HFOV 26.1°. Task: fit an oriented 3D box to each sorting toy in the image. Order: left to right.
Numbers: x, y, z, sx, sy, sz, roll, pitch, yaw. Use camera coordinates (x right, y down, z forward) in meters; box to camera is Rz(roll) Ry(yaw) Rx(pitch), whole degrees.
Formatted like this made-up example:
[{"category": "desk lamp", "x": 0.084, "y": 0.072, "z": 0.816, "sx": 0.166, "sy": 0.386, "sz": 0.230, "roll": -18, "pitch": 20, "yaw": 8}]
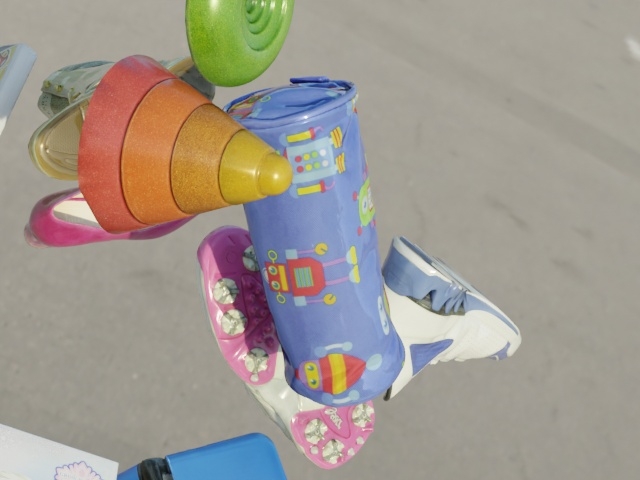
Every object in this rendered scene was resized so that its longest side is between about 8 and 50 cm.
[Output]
[{"category": "sorting toy", "x": -0.023, "y": -0.144, "z": 0.956, "sx": 0.126, "sy": 0.127, "sz": 0.365, "roll": 13, "pitch": 55, "yaw": 25}]

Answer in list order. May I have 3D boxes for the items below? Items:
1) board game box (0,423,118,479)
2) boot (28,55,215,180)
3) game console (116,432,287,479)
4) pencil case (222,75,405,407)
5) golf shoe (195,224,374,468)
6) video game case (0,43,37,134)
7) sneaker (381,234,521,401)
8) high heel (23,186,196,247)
[{"category": "board game box", "x": -0.385, "y": 0.337, "z": 1.459, "sx": 0.318, "sy": 0.066, "sz": 0.318, "roll": 23, "pitch": 46, "yaw": -25}, {"category": "boot", "x": -0.227, "y": -0.121, "z": 1.333, "sx": 0.165, "sy": 0.077, "sz": 0.213, "roll": 8, "pitch": 32, "yaw": 43}, {"category": "game console", "x": -0.157, "y": 0.424, "z": 1.746, "sx": 0.173, "sy": 0.250, "sz": 0.293, "roll": 11, "pitch": 54, "yaw": -58}, {"category": "pencil case", "x": 0.000, "y": 0.000, "z": 1.242, "sx": 0.119, "sy": 0.306, "sz": 0.133, "roll": 0, "pitch": 29, "yaw": 22}, {"category": "golf shoe", "x": -0.061, "y": 0.109, "z": 1.447, "sx": 0.115, "sy": 0.306, "sz": 0.140, "roll": -38, "pitch": 30, "yaw": -20}, {"category": "video game case", "x": -0.394, "y": -0.091, "z": 1.372, "sx": 0.206, "sy": 0.227, "sz": 0.026, "roll": 2, "pitch": -27, "yaw": 42}, {"category": "sneaker", "x": 0.120, "y": 0.115, "z": 1.764, "sx": 0.127, "sy": 0.182, "sz": 0.315, "roll": 45, "pitch": 8, "yaw": 32}, {"category": "high heel", "x": -0.213, "y": -0.045, "z": 1.557, "sx": 0.244, "sy": 0.117, "sz": 0.082, "roll": -10, "pitch": 84, "yaw": -25}]
